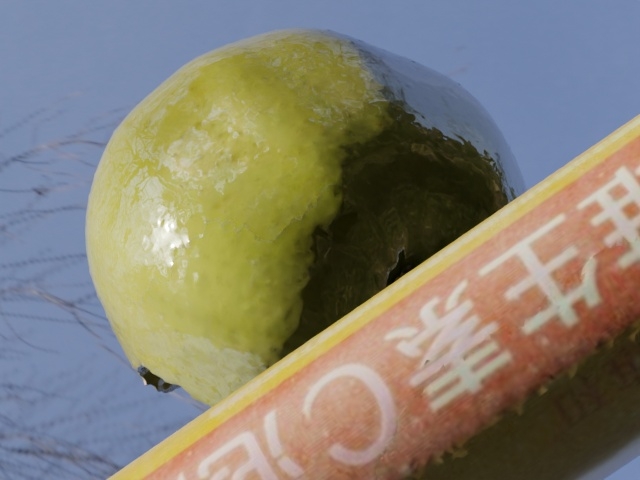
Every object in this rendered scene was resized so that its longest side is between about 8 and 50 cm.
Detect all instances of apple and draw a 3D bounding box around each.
[{"bbox_3d":[0.000,0.000,1.072,0.279,0.279,0.279,-2,-84,-21],"label":"apple"}]

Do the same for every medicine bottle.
[{"bbox_3d":[-0.014,0.092,0.585,0.426,0.108,0.108,-35,-73,4],"label":"medicine bottle"}]
